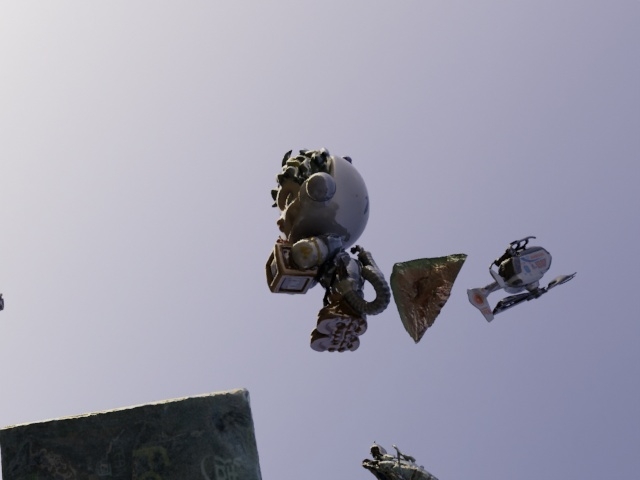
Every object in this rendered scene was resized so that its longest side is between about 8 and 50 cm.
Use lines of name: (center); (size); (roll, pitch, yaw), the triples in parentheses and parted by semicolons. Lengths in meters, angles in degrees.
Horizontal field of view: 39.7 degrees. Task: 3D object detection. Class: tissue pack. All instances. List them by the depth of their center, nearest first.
tissue pack: (-0.188, 0.263, 0.916); (0.081, 0.257, 0.185); (109, -28, -78)

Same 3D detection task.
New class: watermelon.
watermelon: (0.146, 0.084, 1.292); (0.155, 0.101, 0.080); (95, 11, -52)

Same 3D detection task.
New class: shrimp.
shrimp: (0.146, 0.370, 1.404); (0.174, 0.082, 0.076); (28, -53, 25)

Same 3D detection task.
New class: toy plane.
toy plane: (0.260, 0.049, 1.182); (0.078, 0.197, 0.053); (55, -42, 18)

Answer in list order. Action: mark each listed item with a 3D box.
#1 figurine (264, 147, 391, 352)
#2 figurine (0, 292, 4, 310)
figurine: (-0.003, 0.002, 1.513); (0.261, 0.186, 0.382); (126, -31, -46)
figurine: (-0.566, 0.094, 1.361); (0.250, 0.141, 0.166); (-2, -109, 66)
